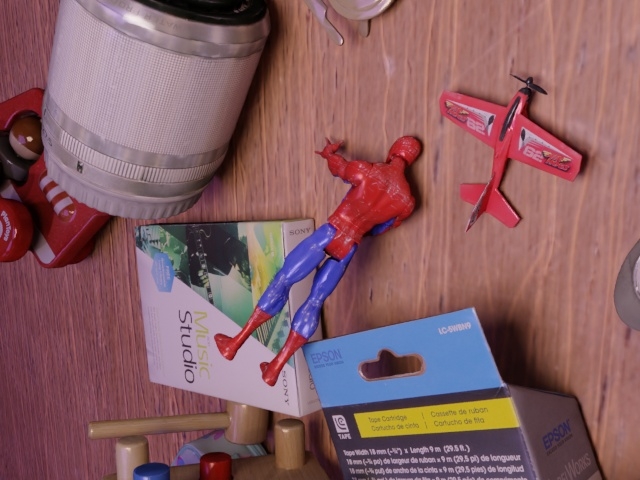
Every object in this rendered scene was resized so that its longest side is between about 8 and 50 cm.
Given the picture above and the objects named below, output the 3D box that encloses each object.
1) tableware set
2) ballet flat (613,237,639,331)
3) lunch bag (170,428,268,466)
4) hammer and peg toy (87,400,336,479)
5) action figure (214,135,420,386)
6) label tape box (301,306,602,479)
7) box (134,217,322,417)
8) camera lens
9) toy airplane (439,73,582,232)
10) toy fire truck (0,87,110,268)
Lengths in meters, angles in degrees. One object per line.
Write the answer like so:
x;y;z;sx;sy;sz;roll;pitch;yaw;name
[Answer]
0.016;-0.302;0.720;0.128;0.039;0.194;-40;78;31;tableware set
0.279;-0.001;0.517;0.072;0.068;0.213;54;133;21;ballet flat
-0.103;0.405;0.987;0.279;0.108;0.224;48;129;25;lunch bag
-0.121;0.285;0.802;0.361;0.266;0.127;-161;70;-73;hammer and peg toy
0.000;0.000;0.754;0.280;0.091;0.139;-51;21;6;action figure
0.137;0.229;0.696;0.241;0.106;0.333;-20;86;47;label tape box
-0.128;0.089;0.948;0.322;0.058;0.232;-1;96;43;box
-0.193;-0.189;0.828;0.219;0.219;0.274;46;130;26;camera lens
0.162;-0.073;0.642;0.151;0.028;0.151;15;111;43;toy airplane
-0.439;-0.112;1.163;0.254;0.169;0.302;-42;70;18;toy fire truck
